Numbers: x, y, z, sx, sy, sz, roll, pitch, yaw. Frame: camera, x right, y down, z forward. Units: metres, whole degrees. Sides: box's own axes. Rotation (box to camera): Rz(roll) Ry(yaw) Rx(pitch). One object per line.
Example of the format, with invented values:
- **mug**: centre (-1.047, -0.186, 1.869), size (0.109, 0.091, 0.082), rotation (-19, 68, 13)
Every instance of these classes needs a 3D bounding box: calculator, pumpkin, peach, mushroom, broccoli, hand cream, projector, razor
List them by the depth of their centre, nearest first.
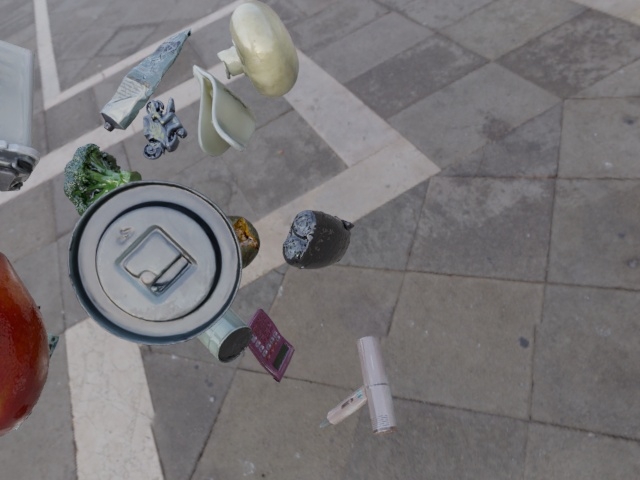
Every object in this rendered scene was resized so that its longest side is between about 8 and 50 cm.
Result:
- **peach**: centre (-0.612, 0.183, 0.808), size (0.201, 0.257, 0.362), rotation (-18, 66, 63)
- **hand cream**: centre (-0.331, -0.306, 0.900), size (0.075, 0.052, 0.248), rotation (23, 71, 31)
- **projector**: centre (-0.312, 0.163, 1.180), size (0.108, 0.108, 0.337), rotation (-43, 57, -17)
- **mushroom**: centre (-0.169, -0.500, 1.245), size (0.202, 0.246, 0.246), rotation (-20, 47, -2)
- **calculator**: centre (-0.149, 0.299, 1.340), size (0.034, 0.191, 0.127), rotation (-22, 22, 33)
- **razor**: centre (0.004, 0.002, 1.509), size (0.107, 0.326, 0.189), rotation (26, 98, 23)
- **broccoli**: centre (-0.844, -0.216, 1.822), size (0.297, 0.298, 0.298), rotation (10, 55, 15)
- **pumpkin**: centre (-0.363, 0.011, 1.910), size (0.237, 0.159, 0.238), rotation (17, 53, -23)

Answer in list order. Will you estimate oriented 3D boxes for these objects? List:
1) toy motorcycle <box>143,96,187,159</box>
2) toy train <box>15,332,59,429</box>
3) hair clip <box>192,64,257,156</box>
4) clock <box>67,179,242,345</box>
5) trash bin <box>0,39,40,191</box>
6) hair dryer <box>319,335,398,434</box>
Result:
- **toy motorcycle**: centre (-0.442, -0.320, 1.337), size (0.124, 0.061, 0.194), rotation (-2, 74, -3)
- **toy train**: centre (-0.638, 0.304, 1.022), size (0.043, 0.047, 0.208), rotation (12, 73, 9)
- **hair clip**: centre (-0.247, -0.331, 1.212), size (0.113, 0.172, 0.282), rotation (-20, 54, 30)
- **clock**: centre (-0.310, 0.041, 0.903), size (0.318, 0.319, 0.066), rotation (-27, 12, -3)
- **trash bin**: centre (-0.905, -0.340, 1.226), size (0.255, 0.295, 0.368), rotation (-18, 69, 48)
- **hair dryer**: centre (0.068, 0.339, 1.037), size (0.220, 0.053, 0.195), rotation (-39, 48, 42)
